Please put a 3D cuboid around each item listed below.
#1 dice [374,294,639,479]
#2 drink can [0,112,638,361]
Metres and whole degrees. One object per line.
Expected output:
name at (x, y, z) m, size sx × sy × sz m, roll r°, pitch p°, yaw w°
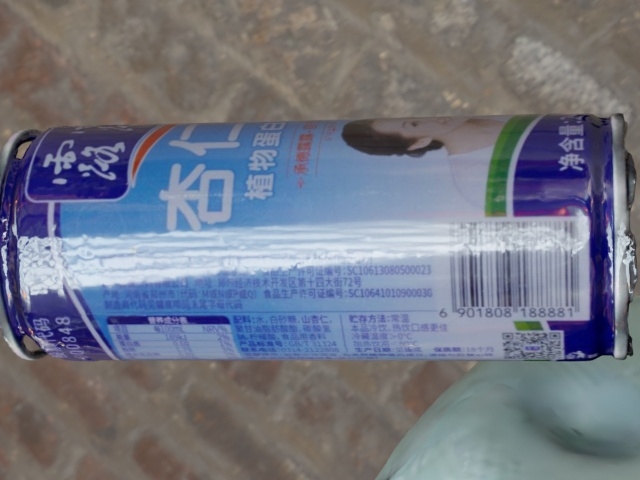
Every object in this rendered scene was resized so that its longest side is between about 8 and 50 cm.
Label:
dice at (0.180, 0.198, 0.679) m, size 0.268 × 0.262 × 0.265 m, roll 43°, pitch 138°, yaw 46°
drink can at (0.000, 0.000, 0.575) m, size 0.235 × 0.097 × 0.097 m, roll -2°, pitch 114°, yaw 10°
